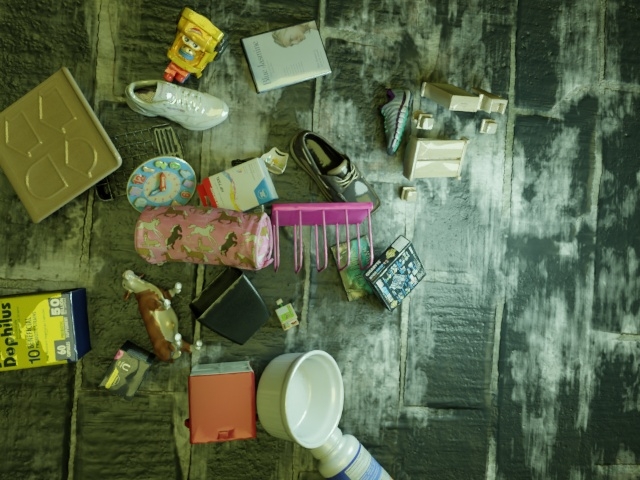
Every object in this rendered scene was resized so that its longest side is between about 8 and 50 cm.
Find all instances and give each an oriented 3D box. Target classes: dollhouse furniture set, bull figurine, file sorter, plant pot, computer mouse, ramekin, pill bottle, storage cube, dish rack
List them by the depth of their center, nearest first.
[{"bbox_3d":[-0.469,0.215,1.759,0.101,0.188,0.310,-32,105,-45],"label":"bull figurine"},{"bbox_3d":[-0.292,0.470,1.766,0.215,0.184,0.193,-1,88,-10],"label":"storage cube"},{"bbox_3d":[-0.063,0.461,1.772,0.277,0.135,0.277,8,80,-53],"label":"ramekin"},{"bbox_3d":[-0.256,0.199,1.786,0.187,0.188,0.167,-46,108,-8],"label":"plant pot"},{"bbox_3d":[-0.543,-0.240,1.790,0.272,0.074,0.208,-14,92,-10],"label":"dish rack"},{"bbox_3d":[0.000,0.000,1.795,0.291,0.202,0.182,-1,79,-7],"label":"file sorter"},{"bbox_3d":[0.088,0.699,1.846,0.152,0.152,0.272,-43,96,-8],"label":"pill bottle"},{"bbox_3d":[-0.214,-0.160,1.858,0.106,0.042,0.192,-5,95,12],"label":"computer mouse"},{"bbox_3d":[0.403,-0.322,1.977,0.303,0.174,0.355,-3,119,-22],"label":"dollhouse furniture set"}]

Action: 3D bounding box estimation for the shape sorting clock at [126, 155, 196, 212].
[{"bbox_3d":[-0.464,-0.156,1.761,0.206,0.040,0.206,-16,132,-18],"label":"shape sorting clock"}]

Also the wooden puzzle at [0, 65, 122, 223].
[{"bbox_3d":[-0.758,-0.266,1.709,0.348,0.080,0.322,-32,88,14],"label":"wooden puzzle"}]

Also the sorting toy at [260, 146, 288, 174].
[{"bbox_3d":[-0.139,-0.253,1.879,0.083,0.045,0.075,28,71,3],"label":"sorting toy"}]

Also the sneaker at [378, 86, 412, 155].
[{"bbox_3d":[0.226,-0.385,1.938,0.098,0.083,0.223,15,82,11],"label":"sneaker"}]

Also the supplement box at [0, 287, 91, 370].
[{"bbox_3d":[-0.847,0.248,1.666,0.357,0.195,0.194,-6,90,-10],"label":"supplement box"}]

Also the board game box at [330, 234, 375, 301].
[{"bbox_3d":[0.118,0.089,1.925,0.126,0.026,0.186,-20,92,-10],"label":"board game box"}]

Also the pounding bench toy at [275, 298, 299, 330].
[{"bbox_3d":[-0.109,0.227,1.868,0.052,0.065,0.083,-25,62,-9],"label":"pounding bench toy"}]

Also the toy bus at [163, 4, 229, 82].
[{"bbox_3d":[-0.384,-0.552,1.755,0.149,0.220,0.211,35,90,-13],"label":"toy bus"}]

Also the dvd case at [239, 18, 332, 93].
[{"bbox_3d":[-0.108,-0.584,1.898,0.253,0.022,0.180,-19,93,-10],"label":"dvd case"}]

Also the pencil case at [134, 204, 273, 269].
[{"bbox_3d":[-0.328,-0.007,1.726,0.386,0.167,0.160,3,50,10],"label":"pencil case"}]

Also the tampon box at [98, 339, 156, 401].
[{"bbox_3d":[-0.554,0.373,1.733,0.101,0.161,0.120,29,84,-8],"label":"tampon box"}]

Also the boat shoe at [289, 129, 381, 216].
[{"bbox_3d":[0.048,-0.202,1.864,0.355,0.130,0.132,40,83,-7],"label":"boat shoe"}]

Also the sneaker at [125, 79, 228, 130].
[{"bbox_3d":[-0.424,-0.403,1.774,0.305,0.152,0.114,7,86,-11],"label":"sneaker"}]

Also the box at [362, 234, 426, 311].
[{"bbox_3d":[0.235,0.106,1.862,0.175,0.220,0.051,-46,54,-7],"label":"box"}]

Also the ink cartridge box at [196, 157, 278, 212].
[{"bbox_3d":[-0.261,-0.145,1.802,0.231,0.078,0.134,-21,93,10],"label":"ink cartridge box"}]
